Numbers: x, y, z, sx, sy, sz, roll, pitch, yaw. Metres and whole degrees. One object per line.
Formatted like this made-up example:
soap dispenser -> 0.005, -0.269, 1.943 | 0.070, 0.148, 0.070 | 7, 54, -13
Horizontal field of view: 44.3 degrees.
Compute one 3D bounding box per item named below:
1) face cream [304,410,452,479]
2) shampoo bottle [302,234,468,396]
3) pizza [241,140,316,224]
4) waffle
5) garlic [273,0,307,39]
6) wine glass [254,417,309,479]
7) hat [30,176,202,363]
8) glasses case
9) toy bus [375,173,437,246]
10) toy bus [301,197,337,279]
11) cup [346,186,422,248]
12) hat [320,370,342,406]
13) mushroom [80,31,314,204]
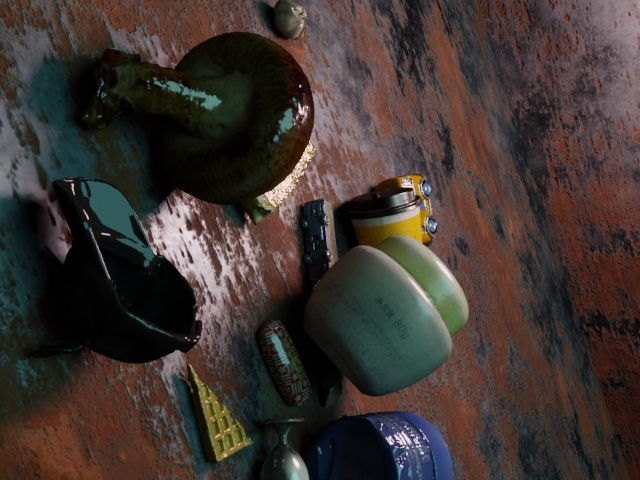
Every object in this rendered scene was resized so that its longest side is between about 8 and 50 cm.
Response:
face cream -> 0.122, 0.491, 1.671 | 0.225, 0.249, 0.248 | 10, 70, -52
shampoo bottle -> 0.138, 0.168, 1.726 | 0.317, 0.322, 0.322 | -39, 115, -16
pizza -> -0.145, -0.211, 1.694 | 0.268, 0.087, 0.257 | 56, 43, -25
waffle -> -0.189, 0.310, 1.480 | 0.125, 0.032, 0.190 | -12, 89, -55
garlic -> -0.074, -0.537, 1.926 | 0.074, 0.094, 0.113 | -47, 133, -6
wine glass -> -0.073, 0.459, 1.537 | 0.103, 0.103, 0.222 | 18, 64, -52
hat -> -0.356, 0.073, 1.248 | 0.336, 0.209, 0.238 | 54, 15, -1
glasses case -> -0.072, 0.261, 1.655 | 0.073, 0.049, 0.194 | -41, 112, -53
toy bus -> 0.226, -0.078, 2.152 | 0.136, 0.126, 0.209 | 1, 78, -47
toy bus -> 0.000, 0.000, 1.850 | 0.075, 0.064, 0.190 | 22, 60, -64
cup -> 0.181, 0.005, 2.008 | 0.196, 0.196, 0.279 | -29, 110, -55
hat -> 0.018, 0.333, 1.777 | 0.058, 0.042, 0.087 | -18, 127, -49
mushroom -> -0.195, -0.262, 1.454 | 0.356, 0.334, 0.331 | 58, 36, -41
